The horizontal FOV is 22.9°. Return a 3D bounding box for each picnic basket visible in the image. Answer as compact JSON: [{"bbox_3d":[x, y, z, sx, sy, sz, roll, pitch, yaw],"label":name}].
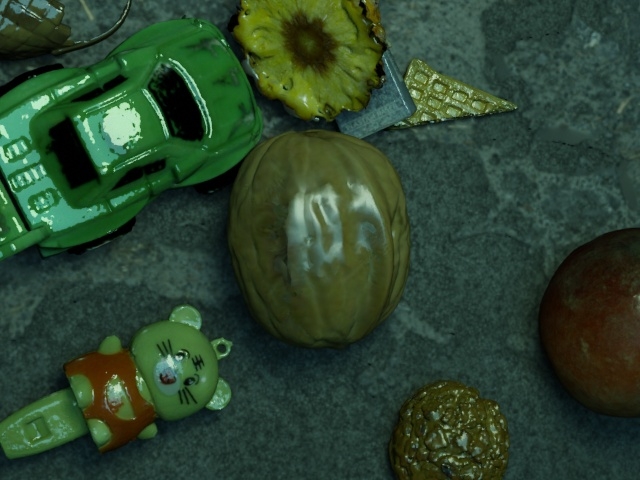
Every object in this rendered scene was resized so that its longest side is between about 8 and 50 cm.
[{"bbox_3d":[-0.303,-0.274,1.795,0.178,0.138,0.128,-20,92,-6],"label":"picnic basket"}]

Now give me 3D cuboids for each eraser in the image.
[{"bbox_3d":[0.032,-0.230,1.892,0.092,0.046,0.212,-23,93,19],"label":"eraser"}]

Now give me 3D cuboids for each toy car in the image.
[{"bbox_3d":[-0.240,-0.114,1.786,0.359,0.176,0.213,-25,95,-12],"label":"toy car"}]

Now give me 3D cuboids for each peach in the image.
[{"bbox_3d":[0.390,0.097,1.882,0.252,0.252,0.252,0,88,-12],"label":"peach"}]

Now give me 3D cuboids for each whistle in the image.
[{"bbox_3d":[-0.233,0.175,1.814,0.288,0.106,0.131,-23,99,-11],"label":"whistle"}]

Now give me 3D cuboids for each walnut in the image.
[{"bbox_3d":[0.000,0.000,1.817,0.225,0.225,0.261,-14,97,-12],"label":"walnut"}]

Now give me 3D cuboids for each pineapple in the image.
[{"bbox_3d":[-0.005,-0.238,1.818,0.225,0.225,0.076,50,42,-6],"label":"pineapple"}]

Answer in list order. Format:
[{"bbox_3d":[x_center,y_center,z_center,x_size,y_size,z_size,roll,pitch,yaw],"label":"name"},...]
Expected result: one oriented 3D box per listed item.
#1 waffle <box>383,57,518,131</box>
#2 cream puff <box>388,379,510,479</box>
[{"bbox_3d":[0.160,-0.153,1.947,0.153,0.023,0.097,22,86,-11],"label":"waffle"},{"bbox_3d":[0.159,0.250,1.888,0.150,0.115,0.165,-30,93,-8],"label":"cream puff"}]
